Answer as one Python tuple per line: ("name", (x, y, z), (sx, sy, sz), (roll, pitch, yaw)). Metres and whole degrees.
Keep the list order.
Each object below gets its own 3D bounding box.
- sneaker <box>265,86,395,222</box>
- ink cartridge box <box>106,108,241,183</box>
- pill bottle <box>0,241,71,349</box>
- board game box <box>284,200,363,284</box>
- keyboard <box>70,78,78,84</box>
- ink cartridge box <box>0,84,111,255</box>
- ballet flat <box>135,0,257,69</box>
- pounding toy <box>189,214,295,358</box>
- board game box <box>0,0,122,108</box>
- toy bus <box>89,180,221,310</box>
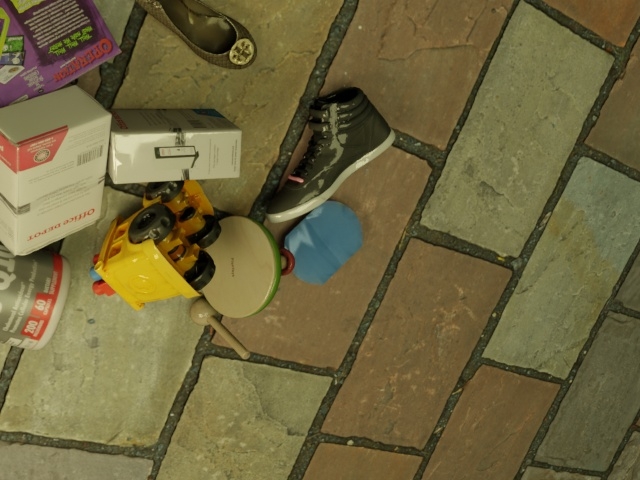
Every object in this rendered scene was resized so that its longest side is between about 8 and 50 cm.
("sneaker", (-0.009, -0.165, 1.379), (0.296, 0.104, 0.147), (-40, 121, -13))
("ink cartridge box", (-0.247, -0.156, 1.233), (0.203, 0.148, 0.086), (-5, 115, -24))
("pill bottle", (-0.547, 0.062, 1.168), (0.283, 0.161, 0.161), (19, 101, -31))
("board game box", (0.000, 0.000, 1.491), (0.169, 0.033, 0.133), (-45, 118, -9))
("keyboard", (-0.476, -0.298, 1.131), (0.201, 0.033, 0.317), (-28, 121, -14))
("ink cartridge box", (-0.406, -0.102, 1.133), (0.158, 0.092, 0.218), (-32, 152, -42))
("ballet flat", (-0.199, -0.352, 1.224), (0.250, 0.058, 0.084), (32, 93, -35))
("pounding toy", (-0.129, 0.071, 1.397), (0.110, 0.183, 0.237), (0, 114, -54))
("board game box", (-0.471, -0.272, 1.056), (0.347, 0.056, 0.208), (-40, 115, -28))
("toy bus", (-0.292, 0.006, 1.280), (0.211, 0.220, 0.149), (-21, 129, 21))
